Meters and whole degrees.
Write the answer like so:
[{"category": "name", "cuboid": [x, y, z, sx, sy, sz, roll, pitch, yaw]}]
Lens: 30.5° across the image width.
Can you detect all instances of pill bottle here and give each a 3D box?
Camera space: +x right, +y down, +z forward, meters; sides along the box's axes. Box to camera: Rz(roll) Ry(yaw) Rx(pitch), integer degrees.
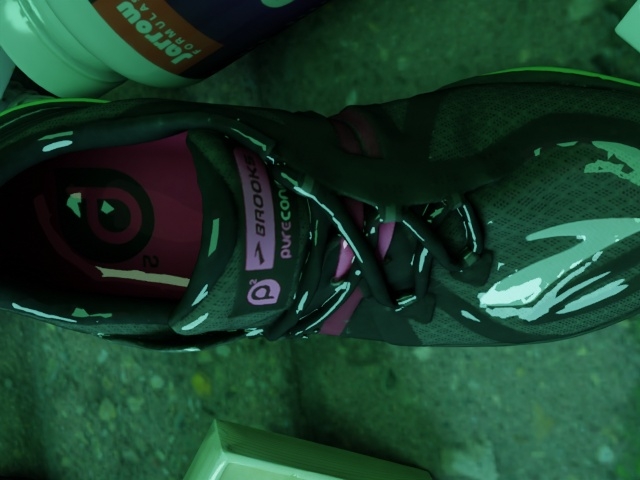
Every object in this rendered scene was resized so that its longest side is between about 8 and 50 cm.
[{"category": "pill bottle", "cuboid": [-0.059, -0.214, 0.727, 0.323, 0.181, 0.182, -28, 85, 26]}]

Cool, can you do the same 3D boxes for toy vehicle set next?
[{"category": "toy vehicle set", "cuboid": [-0.049, 0.256, 0.812, 0.166, 0.035, 0.267, 19, 111, -23]}]

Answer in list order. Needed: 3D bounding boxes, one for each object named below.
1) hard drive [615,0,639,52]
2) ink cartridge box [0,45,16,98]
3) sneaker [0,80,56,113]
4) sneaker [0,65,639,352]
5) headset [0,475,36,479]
[{"category": "hard drive", "cuboid": [0.349, -0.094, 0.624, 0.318, 0.040, 0.210, 44, 113, 14]}, {"category": "ink cartridge box", "cuboid": [-0.296, -0.170, 0.776, 0.117, 0.201, 0.278, 9, 68, 24]}, {"category": "sneaker", "cuboid": [-0.245, -0.075, 0.874, 0.305, 0.114, 0.152, -10, 94, 27]}, {"category": "sneaker", "cuboid": [0.000, 0.000, 0.682, 0.482, 0.202, 0.185, -4, 104, 6]}, {"category": "headset", "cuboid": [-0.227, 0.283, 0.930, 0.394, 0.185, 0.243, -40, 75, 40]}]
